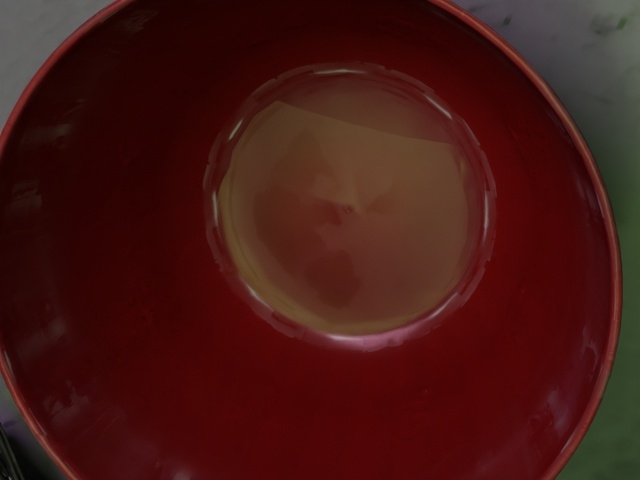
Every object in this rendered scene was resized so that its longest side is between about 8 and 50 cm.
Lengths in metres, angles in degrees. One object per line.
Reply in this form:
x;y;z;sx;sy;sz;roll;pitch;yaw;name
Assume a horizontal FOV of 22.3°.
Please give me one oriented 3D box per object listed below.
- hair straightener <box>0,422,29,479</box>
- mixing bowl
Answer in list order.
-0.092;0.119;0.577;0.089;0.047;0.230;-38;90;19;hair straightener
0.000;0.000;0.489;0.181;0.098;0.181;3;106;11;mixing bowl
